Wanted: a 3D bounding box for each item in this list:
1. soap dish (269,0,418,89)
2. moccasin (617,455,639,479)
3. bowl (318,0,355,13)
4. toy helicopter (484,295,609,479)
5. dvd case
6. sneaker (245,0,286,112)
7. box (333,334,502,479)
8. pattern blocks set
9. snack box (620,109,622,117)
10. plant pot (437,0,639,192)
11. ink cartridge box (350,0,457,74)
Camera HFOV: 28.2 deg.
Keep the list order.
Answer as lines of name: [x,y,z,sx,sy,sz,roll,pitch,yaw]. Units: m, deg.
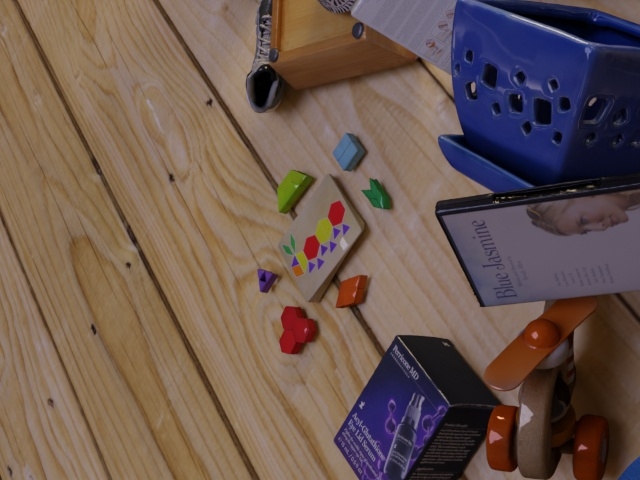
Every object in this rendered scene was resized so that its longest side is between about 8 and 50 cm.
soap dish: [0.036,-0.375,2.016,0.291,0.118,0.229,-5,80,51]
moccasin: [0.376,0.399,1.469,0.138,0.116,0.342,41,121,60]
bowl: [0.014,-0.431,1.895,0.170,0.080,0.170,-13,73,49]
toy helicopter: [0.283,0.114,1.564,0.140,0.235,0.355,4,67,23]
dvd case: [0.273,0.003,1.413,0.253,0.180,0.022,-8,49,23]
sneaker: [-0.077,-0.318,2.133,0.132,0.086,0.229,-82,1,-76]
box: [0.134,0.258,1.790,0.153,0.108,0.207,51,122,43]
pattern blocks set: [0.000,0.000,2.065,0.325,0.026,0.285,-47,51,36]
snack box: [0.467,-0.101,1.481,0.322,0.060,0.187,27,105,50]
plant pot: [0.290,-0.151,1.486,0.236,0.236,0.212,36,119,49]
ink cartridge box: [0.156,-0.346,1.847,0.145,0.179,0.045,-54,16,28]
